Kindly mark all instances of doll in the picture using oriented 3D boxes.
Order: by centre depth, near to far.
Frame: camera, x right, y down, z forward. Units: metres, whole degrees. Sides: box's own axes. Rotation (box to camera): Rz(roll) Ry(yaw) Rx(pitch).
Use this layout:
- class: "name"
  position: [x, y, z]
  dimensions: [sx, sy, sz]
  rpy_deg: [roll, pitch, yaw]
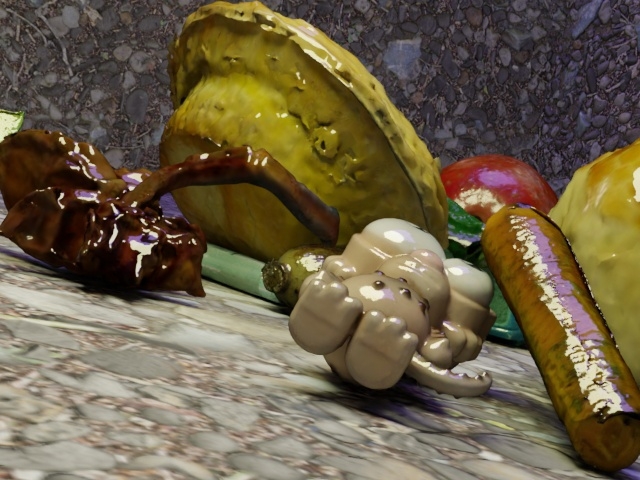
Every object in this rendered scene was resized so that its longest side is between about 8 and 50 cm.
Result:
- class: "doll"
  position: [0.062, 0.059, 0.744]
  dimensions: [0.154, 0.119, 0.278]
  rpy_deg: [28, 10, 5]

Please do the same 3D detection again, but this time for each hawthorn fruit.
- class: "hawthorn fruit"
  position: [0.258, -0.016, 1.560]
  dimensions: [0.284, 0.284, 0.284]
  rpy_deg: [14, 3, -1]

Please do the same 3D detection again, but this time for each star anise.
- class: "star anise"
  position: [-0.155, -0.022, 0.898]
  dimensions: [0.347, 0.148, 0.237]
  rpy_deg: [5, 5, 3]

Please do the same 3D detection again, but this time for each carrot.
- class: "carrot"
  position: [0.179, 0.060, 0.714]
  dimensions: [0.070, 0.070, 0.260]
  rpy_deg: [14, 32, -15]

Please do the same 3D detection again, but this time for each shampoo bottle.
- class: "shampoo bottle"
  position: [-0.104, 0.032, 1.106]
  dimensions: [0.191, 0.041, 0.069]
  rpy_deg: [17, -7, 40]

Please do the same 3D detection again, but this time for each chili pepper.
- class: "chili pepper"
  position: [0.128, -0.028, 1.235]
  dimensions: [0.253, 0.083, 0.099]
  rpy_deg: [23, 42, 38]

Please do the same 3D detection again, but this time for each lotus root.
- class: "lotus root"
  position: [0.021, 0.048, 1.019]
  dimensions: [0.179, 0.080, 0.089]
  rpy_deg: [12, 5, -27]

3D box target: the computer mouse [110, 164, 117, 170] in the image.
- class: "computer mouse"
  position: [-0.398, -0.094, 1.543]
  dimensions: [0.170, 0.100, 0.269]
  rpy_deg: [17, 3, -2]

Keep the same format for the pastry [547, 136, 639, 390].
- class: "pastry"
  position: [0.382, 0.033, 0.846]
  dimensions: [0.389, 0.312, 0.388]
  rpy_deg: [13, -1, 0]

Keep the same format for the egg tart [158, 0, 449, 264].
- class: "egg tart"
  position: [-0.051, -0.073, 1.137]
  dimensions: [0.443, 0.178, 0.443]
  rpy_deg: [36, -29, 23]

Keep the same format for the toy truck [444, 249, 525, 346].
- class: "toy truck"
  position: [0.197, 0.044, 1.322]
  dimensions: [0.279, 0.154, 0.156]
  rpy_deg: [17, 12, 43]

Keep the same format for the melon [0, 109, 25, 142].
- class: "melon"
  position: [-0.547, -0.121, 1.257]
  dimensions: [0.265, 0.129, 0.169]
  rpy_deg: [10, -18, -25]
